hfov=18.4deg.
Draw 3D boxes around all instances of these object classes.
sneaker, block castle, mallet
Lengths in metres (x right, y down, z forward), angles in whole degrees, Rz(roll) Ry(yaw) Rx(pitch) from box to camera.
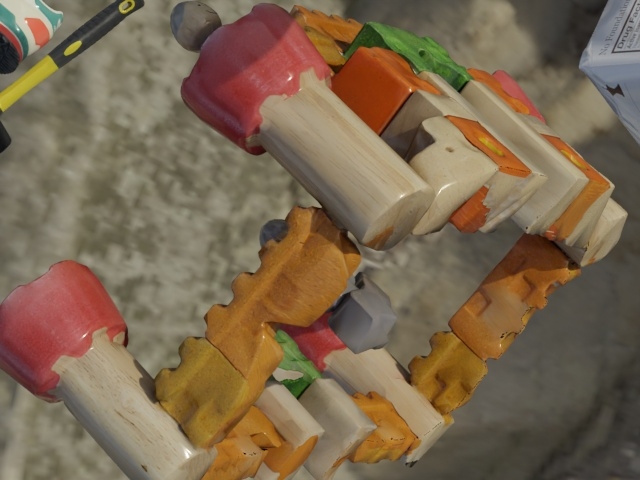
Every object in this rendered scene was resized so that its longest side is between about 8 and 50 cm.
[{"bbox_3d":[-0.264,-0.200,1.494,0.161,0.075,0.057,45,143,8],"label":"sneaker"},{"bbox_3d":[0.000,0.000,1.368,0.213,0.453,0.303,46,108,21],"label":"block castle"},{"bbox_3d":[-0.222,-0.143,1.552,0.189,0.039,0.062,-47,109,-11],"label":"mallet"}]

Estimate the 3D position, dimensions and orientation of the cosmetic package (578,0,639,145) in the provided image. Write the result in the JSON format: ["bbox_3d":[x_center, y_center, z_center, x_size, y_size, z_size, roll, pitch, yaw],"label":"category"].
[{"bbox_3d":[0.172,0.008,0.522,0.099,0.239,0.060,3,56,46],"label":"cosmetic package"}]
